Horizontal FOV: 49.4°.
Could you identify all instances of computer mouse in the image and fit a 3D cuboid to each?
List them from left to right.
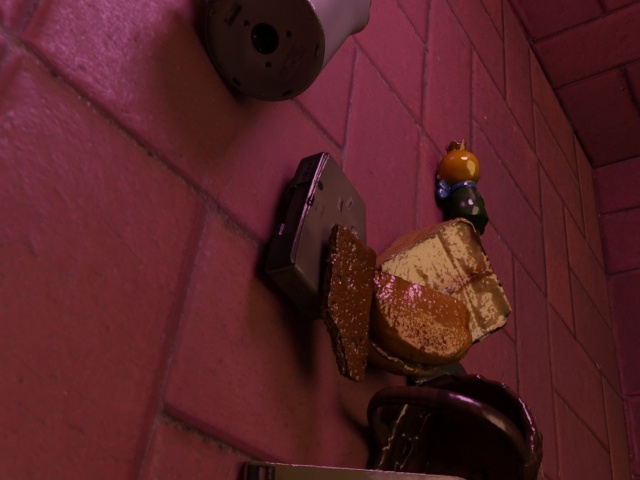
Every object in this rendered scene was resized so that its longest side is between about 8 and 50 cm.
[{"bbox_3d":[0.248,0.302,1.493,0.182,0.056,0.089,3,51,-46],"label":"computer mouse"}]

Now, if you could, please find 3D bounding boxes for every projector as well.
[{"bbox_3d":[0.000,0.000,1.201,0.193,0.088,0.269,51,39,-35],"label":"projector"}]

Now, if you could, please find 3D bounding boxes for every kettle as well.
[{"bbox_3d":[-0.069,-0.402,1.205,0.318,0.265,0.205,-59,158,-50],"label":"kettle"}]

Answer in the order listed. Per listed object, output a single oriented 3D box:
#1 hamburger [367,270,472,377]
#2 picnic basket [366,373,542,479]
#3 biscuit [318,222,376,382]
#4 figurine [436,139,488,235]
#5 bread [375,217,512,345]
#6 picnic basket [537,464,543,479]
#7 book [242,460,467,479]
[{"bbox_3d":[0.149,0.171,1.282,0.283,0.144,0.156,20,55,-23],"label":"hamburger"},{"bbox_3d":[0.214,0.347,1.185,0.337,0.293,0.337,-2,93,-57],"label":"picnic basket"},{"bbox_3d":[0.042,0.102,1.129,0.131,0.026,0.236,34,56,-46],"label":"biscuit"},{"bbox_3d":[0.379,-0.135,1.851,0.185,0.127,0.234,43,28,-59],"label":"figurine"},{"bbox_3d":[0.251,0.111,1.451,0.236,0.198,0.263,-34,99,-51],"label":"bread"},{"bbox_3d":[0.498,0.560,1.760,0.164,0.079,0.115,15,64,-55],"label":"picnic basket"},{"bbox_3d":[0.059,0.437,0.958,0.352,0.035,0.239,10,62,-15],"label":"book"}]
